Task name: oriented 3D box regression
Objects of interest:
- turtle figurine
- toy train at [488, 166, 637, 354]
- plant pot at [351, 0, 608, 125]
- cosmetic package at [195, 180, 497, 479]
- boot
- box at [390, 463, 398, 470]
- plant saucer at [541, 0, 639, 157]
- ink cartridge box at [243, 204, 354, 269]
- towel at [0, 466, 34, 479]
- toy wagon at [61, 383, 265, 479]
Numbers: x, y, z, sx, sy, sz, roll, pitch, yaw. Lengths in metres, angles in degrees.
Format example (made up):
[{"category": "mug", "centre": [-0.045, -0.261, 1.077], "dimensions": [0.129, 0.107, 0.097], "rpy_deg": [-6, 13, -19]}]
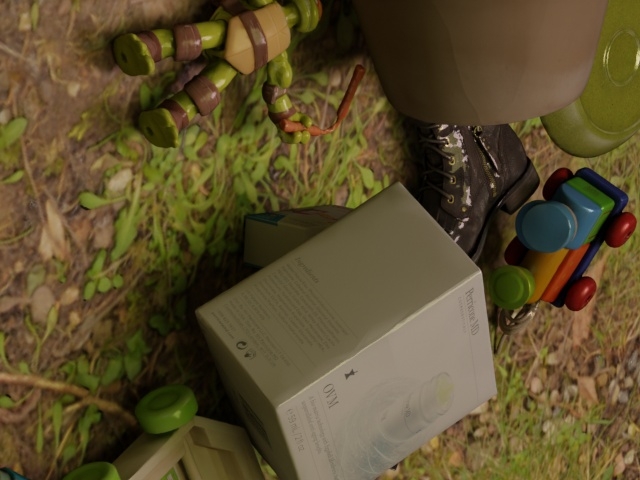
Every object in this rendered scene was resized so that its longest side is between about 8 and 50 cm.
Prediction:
[{"category": "turtle figurine", "centre": [-0.076, -0.188, 1.540], "dimensions": [0.217, 0.087, 0.269], "rpy_deg": [-30, 130, -28]}, {"category": "toy train", "centre": [0.222, 0.046, 1.848], "dimensions": [0.143, 0.105, 0.248], "rpy_deg": [-19, 142, -58]}, {"category": "plant pot", "centre": [0.143, -0.267, 1.581], "dimensions": [0.323, 0.323, 0.280], "rpy_deg": [-27, 123, -38]}, {"category": "cosmetic package", "centre": [0.032, 0.105, 1.601], "dimensions": [0.224, 0.138, 0.224], "rpy_deg": [-34, 147, -13]}, {"category": "boot", "centre": [0.114, -0.099, 1.768], "dimensions": [0.263, 0.091, 0.229], "rpy_deg": [-46, 125, -34]}, {"category": "box", "centre": [0.060, 0.151, 1.812], "dimensions": [0.116, 0.029, 0.162], "rpy_deg": [24, 82, -45]}, {"category": "plant saucer", "centre": [0.332, -0.210, 1.981], "dimensions": [0.241, 0.037, 0.241], "rpy_deg": [-15, 112, -42]}, {"category": "ink cartridge box", "centre": [0.000, 0.000, 1.665], "dimensions": [0.122, 0.088, 0.052], "rpy_deg": [-7, 104, -44]}, {"category": "towel", "centre": [-0.239, 0.388, 1.568], "dimensions": [0.370, 0.040, 0.271], "rpy_deg": [42, 72, -43]}, {"category": "toy wagon", "centre": [-0.156, 0.306, 1.552], "dimensions": [0.344, 0.068, 0.267], "rpy_deg": [-44, 124, -44]}]
